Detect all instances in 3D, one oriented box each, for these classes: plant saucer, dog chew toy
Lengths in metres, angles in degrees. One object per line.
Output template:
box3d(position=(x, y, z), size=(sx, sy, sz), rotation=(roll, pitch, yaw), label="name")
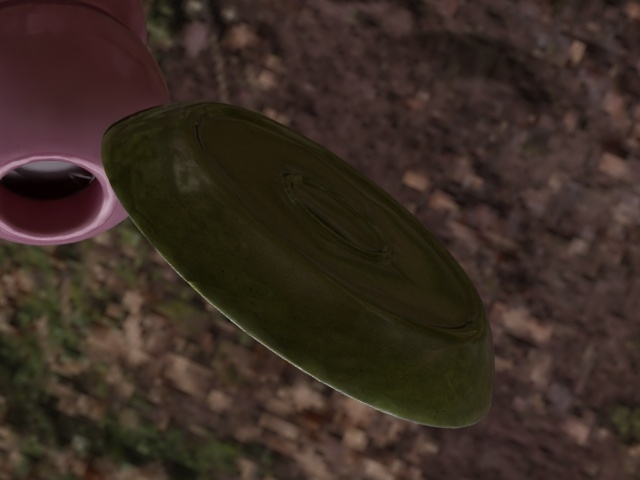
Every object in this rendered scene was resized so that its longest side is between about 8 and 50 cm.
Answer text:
box3d(position=(0.000, 0.000, 0.920), size=(0.241, 0.037, 0.241), rotation=(33, -162, -13), label="plant saucer")
box3d(position=(-0.231, -0.159, 1.511), size=(0.207, 0.206, 0.331), rotation=(25, -139, -35), label="dog chew toy")
